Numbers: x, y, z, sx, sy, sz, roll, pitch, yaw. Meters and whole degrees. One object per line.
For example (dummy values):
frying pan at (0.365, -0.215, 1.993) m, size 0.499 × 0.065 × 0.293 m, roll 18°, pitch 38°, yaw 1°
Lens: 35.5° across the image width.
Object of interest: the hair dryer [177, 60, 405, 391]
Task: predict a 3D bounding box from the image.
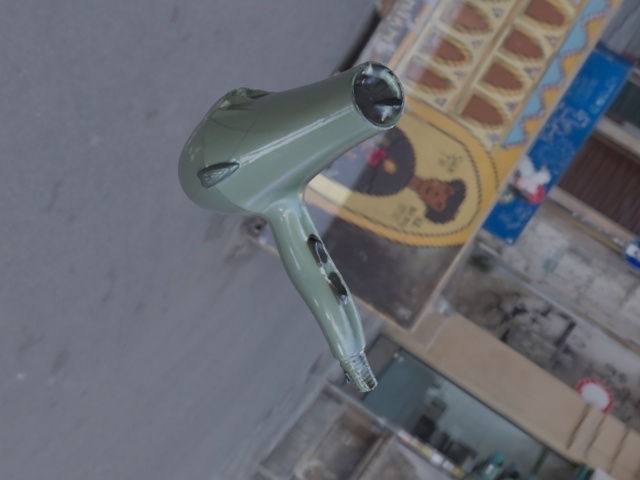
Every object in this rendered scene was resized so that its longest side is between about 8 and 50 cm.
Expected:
hair dryer at (0.003, -0.024, 0.657) m, size 0.088 × 0.225 × 0.219 m, roll -30°, pitch 168°, yaw -33°
